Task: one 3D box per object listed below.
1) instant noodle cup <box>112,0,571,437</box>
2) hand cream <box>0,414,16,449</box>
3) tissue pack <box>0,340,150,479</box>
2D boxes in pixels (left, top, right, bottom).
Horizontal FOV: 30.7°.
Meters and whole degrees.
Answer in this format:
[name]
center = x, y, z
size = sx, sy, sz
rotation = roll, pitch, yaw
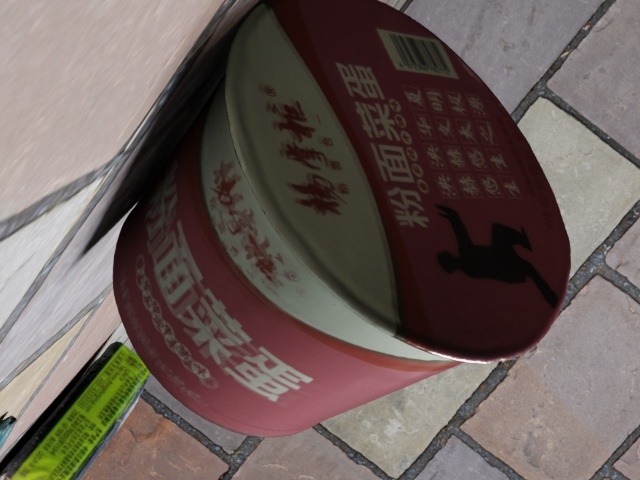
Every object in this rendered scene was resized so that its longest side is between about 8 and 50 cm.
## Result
[instant noodle cup]
center = 0.000, 0.000, 0.675
size = 0.178, 0.235, 0.235
rotation = -40, -170, 40
[hand cream]
center = -0.246, 0.175, 0.774
size = 0.083, 0.048, 0.224
rotation = -52, -172, 1
[tissue pack]
center = -0.287, 0.237, 1.265
size = 0.173, 0.073, 0.235
rotation = -52, -178, 38
